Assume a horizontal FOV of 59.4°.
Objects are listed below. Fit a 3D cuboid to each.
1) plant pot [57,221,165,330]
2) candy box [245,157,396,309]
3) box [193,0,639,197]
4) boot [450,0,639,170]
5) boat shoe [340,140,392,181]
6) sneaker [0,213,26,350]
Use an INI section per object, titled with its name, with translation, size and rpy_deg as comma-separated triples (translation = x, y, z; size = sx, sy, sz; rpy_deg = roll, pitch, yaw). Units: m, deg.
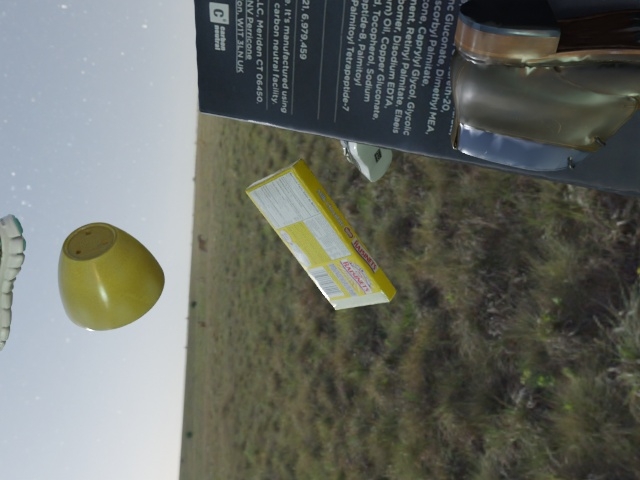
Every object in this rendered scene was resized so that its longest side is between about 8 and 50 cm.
[plant pot]
translation = -0.278, 0.033, 0.719
size = 0.095, 0.134, 0.134
rpy_deg = 86, 177, -46
[candy box]
translation = 0.000, 0.000, 0.702
size = 0.105, 0.206, 0.027
rpy_deg = -18, 24, 47
[box]
translation = 0.175, -0.301, 0.662
size = 0.480, 0.471, 0.298
rpy_deg = -49, -32, -57
[boot]
translation = 0.198, -0.102, 0.399
size = 0.082, 0.219, 0.106
rpy_deg = -68, -13, -45
[boat shoe]
translation = 0.060, -0.158, 0.859
size = 0.078, 0.070, 0.219
rpy_deg = -50, -18, -8
[sneaker]
translation = -0.344, 0.049, 0.549
size = 0.065, 0.076, 0.167
rpy_deg = 35, 114, 42
